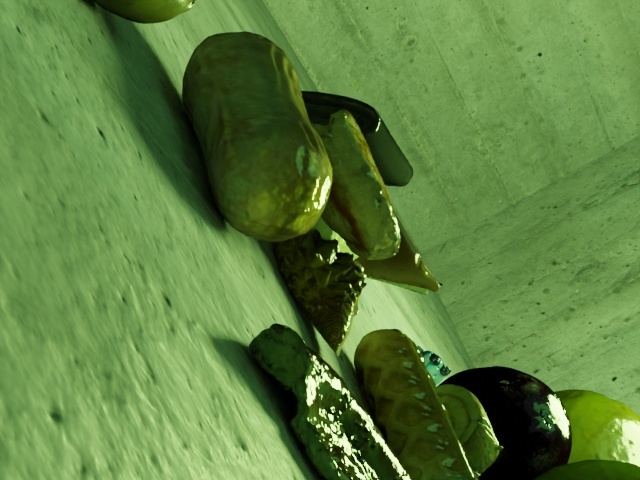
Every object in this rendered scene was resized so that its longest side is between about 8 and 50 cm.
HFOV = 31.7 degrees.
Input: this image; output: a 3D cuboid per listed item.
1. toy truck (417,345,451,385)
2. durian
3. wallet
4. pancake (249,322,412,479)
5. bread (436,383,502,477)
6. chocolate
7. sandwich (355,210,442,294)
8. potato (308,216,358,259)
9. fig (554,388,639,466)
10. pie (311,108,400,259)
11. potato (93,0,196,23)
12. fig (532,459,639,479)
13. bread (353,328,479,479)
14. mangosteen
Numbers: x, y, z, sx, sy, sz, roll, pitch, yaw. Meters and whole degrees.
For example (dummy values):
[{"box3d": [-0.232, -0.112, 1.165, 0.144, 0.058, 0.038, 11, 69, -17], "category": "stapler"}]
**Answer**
[{"box3d": [0.187, 0.220, 2.039, 0.073, 0.056, 0.090, 49, 0, -34], "category": "toy truck"}, {"box3d": [0.014, 0.054, 1.306, 0.140, 0.078, 0.224, 56, 6, -34], "category": "durian"}, {"box3d": [0.020, -0.172, 1.852, 0.229, 0.062, 0.406, 17, -5, 14], "category": "wallet"}, {"box3d": [0.040, 0.203, 1.010, 0.376, 0.054, 0.197, 54, 10, -37], "category": "pancake"}, {"box3d": [0.159, 0.247, 1.423, 0.064, 0.118, 0.156, 56, 8, -26], "category": "bread"}, {"box3d": [-0.073, -0.119, 1.186, 0.134, 0.134, 0.309, 55, 12, -42], "category": "chocolate"}, {"box3d": [0.086, 0.007, 1.846, 0.235, 0.128, 0.122, 59, 1, 2], "category": "sandwich"}, {"box3d": [0.000, 0.000, 1.580, 0.149, 0.081, 0.120, 77, 24, -45], "category": "potato"}, {"box3d": [0.422, 0.421, 1.909, 0.343, 0.343, 0.343, 60, 7, -12], "category": "fig"}, {"box3d": [0.031, -0.059, 1.293, 0.205, 0.084, 0.178, 67, 1, -82], "category": "pie"}, {"box3d": [-0.197, -0.365, 1.033, 0.218, 0.203, 0.351, 51, -17, 53], "category": "potato"}, {"box3d": [0.339, 0.411, 1.407, 0.316, 0.316, 0.316, 60, 7, -12], "category": "fig"}, {"box3d": [0.108, 0.210, 1.341, 0.269, 0.098, 0.087, -111, -148, -47], "category": "bread"}, {"box3d": [0.239, 0.300, 1.563, 0.211, 0.212, 0.249, -91, -179, -76], "category": "mangosteen"}]
